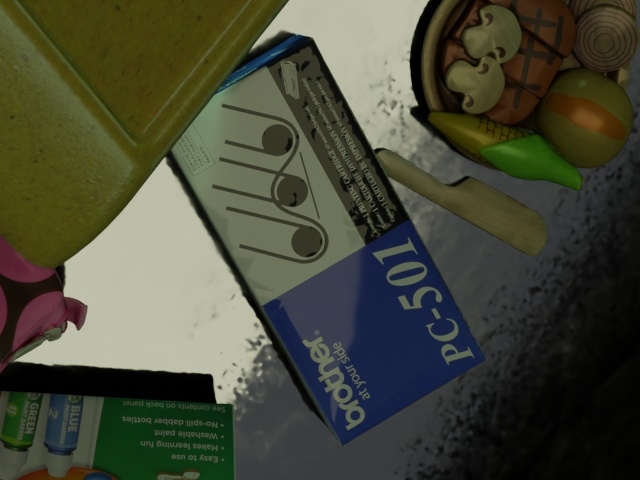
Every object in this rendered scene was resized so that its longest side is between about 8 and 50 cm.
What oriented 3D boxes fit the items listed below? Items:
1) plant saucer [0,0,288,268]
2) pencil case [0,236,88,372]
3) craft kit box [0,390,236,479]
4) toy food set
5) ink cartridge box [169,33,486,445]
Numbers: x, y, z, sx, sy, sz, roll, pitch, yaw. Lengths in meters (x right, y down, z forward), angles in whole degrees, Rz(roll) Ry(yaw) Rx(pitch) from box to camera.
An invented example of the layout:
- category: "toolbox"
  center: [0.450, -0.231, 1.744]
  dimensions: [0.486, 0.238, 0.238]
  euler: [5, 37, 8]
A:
- category: "plant saucer"
  center: [-0.096, -0.197, 0.905]
  dimensions: [0.333, 0.081, 0.333]
  euler: [-53, 132, -18]
- category: "pencil case"
  center: [-0.217, 0.073, 0.982]
  dimensions: [0.098, 0.095, 0.209]
  euler: [40, 61, 5]
- category: "craft kit box"
  center: [-0.166, 0.196, 1.006]
  dimensions: [0.250, 0.061, 0.247]
  euler: [4, 62, -13]
- category: "toy food set"
  center: [0.122, -0.097, 1.100]
  dimensions: [0.132, 0.038, 0.192]
  euler: [26, 92, -15]
- category: "ink cartridge box"
  center: [0.000, 0.000, 1.085]
  dimensions: [0.097, 0.046, 0.207]
  euler: [-31, 104, -5]
